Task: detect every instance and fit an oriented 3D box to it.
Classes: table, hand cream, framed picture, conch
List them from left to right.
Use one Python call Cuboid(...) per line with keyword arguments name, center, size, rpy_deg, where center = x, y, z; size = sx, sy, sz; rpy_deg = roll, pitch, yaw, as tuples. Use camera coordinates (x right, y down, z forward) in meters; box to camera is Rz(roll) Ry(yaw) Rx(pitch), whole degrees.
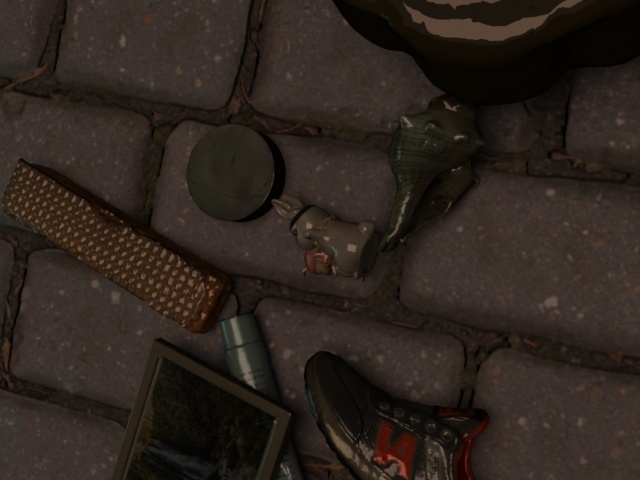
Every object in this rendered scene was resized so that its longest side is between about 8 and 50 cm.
Cuboid(name="framed picture", center=(-0.178, 0.325, 1.558), size=(0.240, 0.020, 0.324), rpy_deg=(26, 106, 25))
Cuboid(name="table", center=(-0.116, -0.092, 1.578), size=(0.133, 0.043, 0.134), rpy_deg=(-1, 87, 21))
Cuboid(name="hand cream", center=(-0.073, 0.261, 1.533), size=(0.085, 0.058, 0.331), rpy_deg=(-17, 81, 12))
Cuboid(name="conch", center=(0.141, -0.106, 1.443), size=(0.114, 0.137, 0.234), rpy_deg=(52, 131, 42))

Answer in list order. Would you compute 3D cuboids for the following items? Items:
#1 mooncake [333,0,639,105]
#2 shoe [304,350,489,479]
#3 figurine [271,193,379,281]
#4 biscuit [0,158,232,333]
Cuboid(name="mooncake", center=(0.208, -0.387, 1.319), size=(0.466, 0.262, 0.467), rpy_deg=(-3, 76, 12))
Cuboid(name="shoe", center=(0.124, 0.248, 1.428), size=(0.171, 0.132, 0.336), rpy_deg=(-40, 76, 10))
Cuboid(name="figurine", center=(-0.004, 0.003, 1.509), size=(0.146, 0.081, 0.098), rpy_deg=(18, 94, 21))
Cuboid(name="biscuit", center=(-0.296, 0.007, 1.636), size=(0.378, 0.054, 0.094), rpy_deg=(29, 99, 20))
